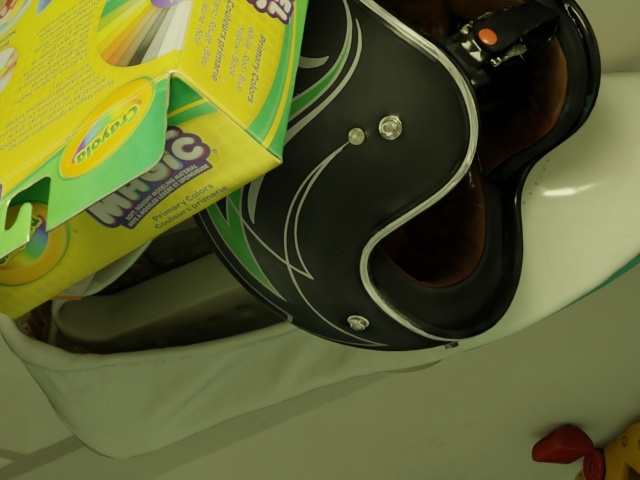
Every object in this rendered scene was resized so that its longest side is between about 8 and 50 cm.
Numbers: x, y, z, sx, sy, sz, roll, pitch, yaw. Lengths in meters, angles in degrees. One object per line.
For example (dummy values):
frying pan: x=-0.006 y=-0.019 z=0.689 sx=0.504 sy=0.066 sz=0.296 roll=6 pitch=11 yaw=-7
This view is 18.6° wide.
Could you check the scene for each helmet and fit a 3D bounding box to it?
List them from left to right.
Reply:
helmet: x=0.020 y=-0.041 z=0.799 sx=0.169 sy=0.169 sz=0.161 roll=7 pitch=128 yaw=-31

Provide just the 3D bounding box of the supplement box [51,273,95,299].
supplement box: x=-0.120 y=-0.020 z=0.922 sx=0.036 sy=0.062 sz=0.098 roll=2 pitch=152 yaw=-21

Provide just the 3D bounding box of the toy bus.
toy bus: x=0.270 y=0.178 z=1.412 sx=0.191 sy=0.104 sz=0.202 roll=-20 pitch=152 yaw=20

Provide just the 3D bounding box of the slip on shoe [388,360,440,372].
slip on shoe: x=0.026 y=0.041 z=1.119 sx=0.135 sy=0.051 sz=0.041 roll=12 pitch=135 yaw=-27

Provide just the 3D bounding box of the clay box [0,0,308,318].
clay box: x=-0.064 y=-0.068 z=0.662 sx=0.127 sy=0.222 sz=0.053 roll=-29 pitch=127 yaw=34

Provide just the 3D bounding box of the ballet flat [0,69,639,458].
ballet flat: x=0.000 y=0.000 z=0.953 sx=0.400 sy=0.139 sz=0.139 roll=-24 pitch=151 yaw=28
